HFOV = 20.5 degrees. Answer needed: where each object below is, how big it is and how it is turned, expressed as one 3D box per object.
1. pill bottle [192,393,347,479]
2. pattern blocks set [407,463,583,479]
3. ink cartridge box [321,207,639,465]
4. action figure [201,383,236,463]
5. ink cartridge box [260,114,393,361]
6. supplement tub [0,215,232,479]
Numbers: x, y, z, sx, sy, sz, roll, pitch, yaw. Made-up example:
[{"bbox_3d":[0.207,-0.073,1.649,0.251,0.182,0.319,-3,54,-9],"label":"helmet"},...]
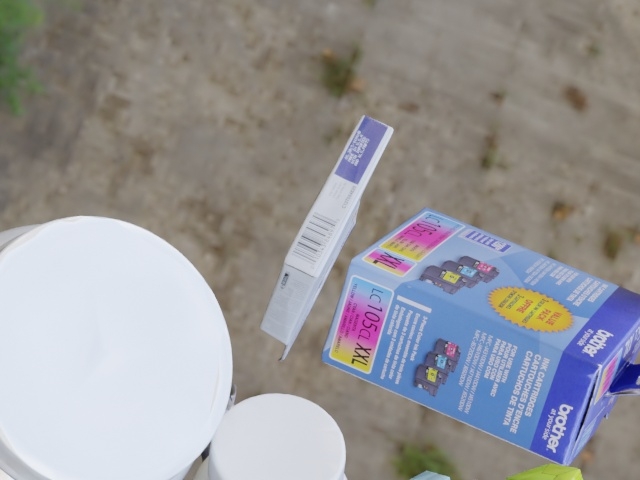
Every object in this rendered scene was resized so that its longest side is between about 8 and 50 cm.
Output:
[{"bbox_3d":[-0.041,0.227,1.405,0.229,0.131,0.131,97,5,-50],"label":"pill bottle"},{"bbox_3d":[0.121,0.268,1.609,0.325,0.285,0.026,-5,-73,52],"label":"pattern blocks set"},{"bbox_3d":[0.241,0.123,2.191,0.270,0.395,0.151,-35,145,-61],"label":"ink cartridge box"},{"bbox_3d":[-0.142,0.200,1.920,0.164,0.276,0.141,-43,-149,34],"label":"action figure"},{"bbox_3d":[0.000,0.000,2.006,0.223,0.045,0.224,-62,176,-31],"label":"ink cartridge box"},{"bbox_3d":[-0.230,0.126,1.379,0.331,0.241,0.241,-32,-143,56],"label":"supplement tub"}]
